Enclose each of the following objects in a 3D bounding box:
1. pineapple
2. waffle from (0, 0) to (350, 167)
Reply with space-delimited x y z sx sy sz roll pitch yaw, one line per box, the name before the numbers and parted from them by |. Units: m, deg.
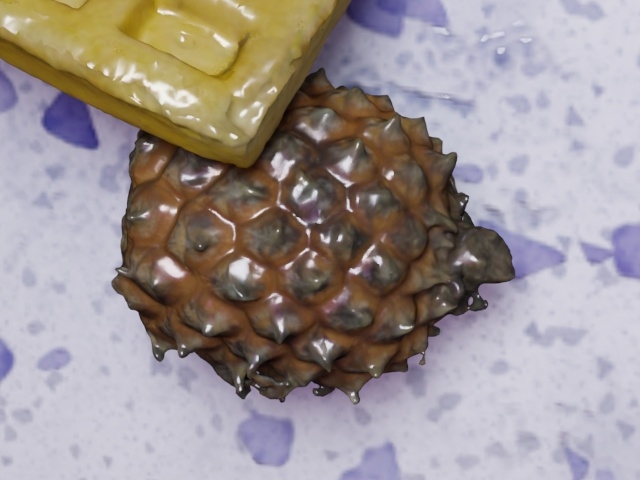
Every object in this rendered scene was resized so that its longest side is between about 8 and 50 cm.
pineapple | 0.000 0.000 0.672 0.193 0.166 0.166 8 102 10
waffle | -0.076 -0.171 0.642 0.221 0.055 0.248 27 65 8
